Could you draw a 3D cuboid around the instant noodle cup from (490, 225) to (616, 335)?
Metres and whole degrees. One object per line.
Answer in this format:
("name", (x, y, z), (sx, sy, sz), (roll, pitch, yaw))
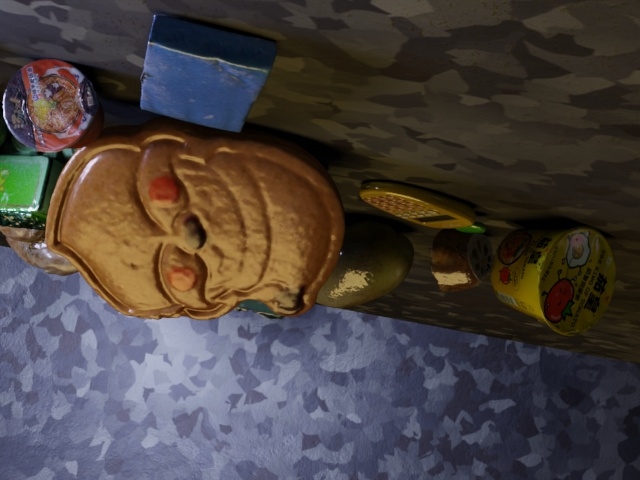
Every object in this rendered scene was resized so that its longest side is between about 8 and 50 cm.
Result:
("instant noodle cup", (0.382, 0.056, 1.960), (0.182, 0.182, 0.144), (18, 178, -36))

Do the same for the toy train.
("toy train", (-0.473, -0.113, 1.865), (0.243, 0.188, 0.132), (5, 167, 32))

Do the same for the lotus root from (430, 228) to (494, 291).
("lotus root", (0.255, 0.030, 2.111), (0.081, 0.112, 0.122), (-7, -167, 34))

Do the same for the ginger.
("ginger", (-0.639, -0.021, 2.718), (0.256, 0.176, 0.375), (31, 168, -11))

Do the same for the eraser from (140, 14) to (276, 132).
("eraser", (-0.145, -0.195, 1.424), (0.144, 0.042, 0.312), (13, 171, -9))

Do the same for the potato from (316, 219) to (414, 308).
("potato", (0.061, 0.050, 2.254), (0.251, 0.159, 0.174), (-34, 128, 31))

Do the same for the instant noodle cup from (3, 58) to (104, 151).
("instant noodle cup", (-0.355, -0.177, 1.600), (0.127, 0.127, 0.136), (11, 179, 3))

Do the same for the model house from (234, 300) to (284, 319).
("model house", (-0.128, -0.035, 1.901), (0.237, 0.215, 0.303), (13, 150, -9))

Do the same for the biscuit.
("biscuit", (-0.191, -0.026, 1.759), (0.455, 0.350, 0.078), (-3, -151, 3))

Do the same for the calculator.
("calculator", (0.172, -0.054, 1.938), (0.235, 0.032, 0.146), (18, 169, -28))
